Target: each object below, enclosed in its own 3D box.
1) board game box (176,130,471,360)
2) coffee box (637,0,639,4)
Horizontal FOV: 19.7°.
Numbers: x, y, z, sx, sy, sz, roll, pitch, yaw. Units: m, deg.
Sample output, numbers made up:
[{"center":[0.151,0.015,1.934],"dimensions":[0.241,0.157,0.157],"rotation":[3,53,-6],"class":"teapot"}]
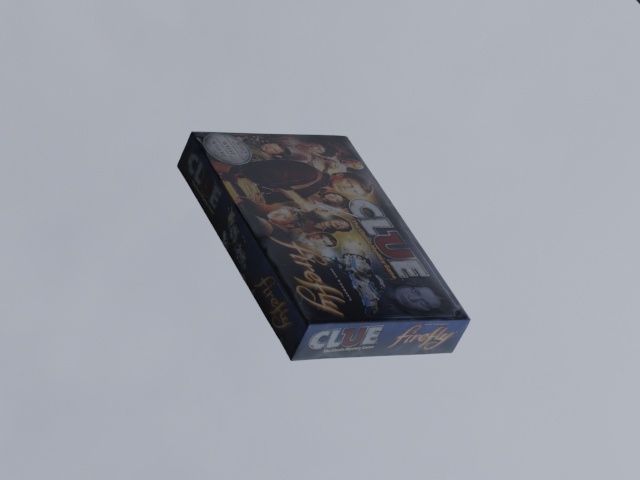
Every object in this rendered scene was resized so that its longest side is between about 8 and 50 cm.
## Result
[{"center":[0.000,0.000,1.557],"dimensions":[0.243,0.165,0.042],"rotation":[57,-46,38],"class":"board game box"},{"center":[0.280,-0.321,1.617],"dimensions":[0.246,0.141,0.098],"rotation":[54,-45,24],"class":"coffee box"}]
